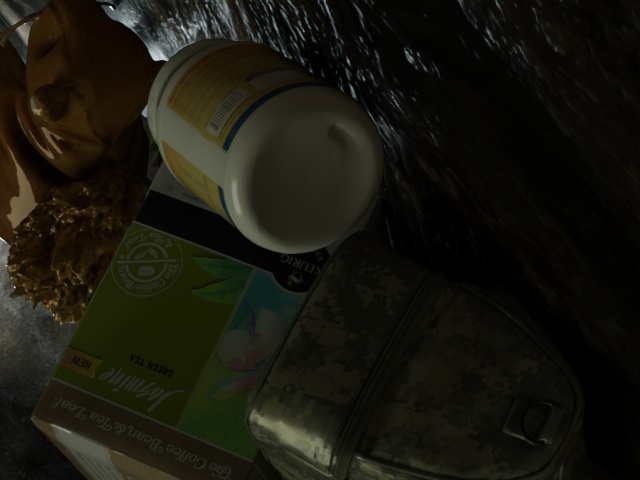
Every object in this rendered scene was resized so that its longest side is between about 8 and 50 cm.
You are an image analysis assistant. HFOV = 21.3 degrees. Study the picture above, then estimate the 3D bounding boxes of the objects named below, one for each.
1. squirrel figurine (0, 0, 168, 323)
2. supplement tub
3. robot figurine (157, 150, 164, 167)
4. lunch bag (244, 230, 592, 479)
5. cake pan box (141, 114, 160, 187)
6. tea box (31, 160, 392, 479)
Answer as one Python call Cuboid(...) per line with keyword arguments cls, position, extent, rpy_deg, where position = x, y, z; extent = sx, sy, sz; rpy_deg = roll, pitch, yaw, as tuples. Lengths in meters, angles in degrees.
Cuboid(cls="squirrel figurine", position=(-0.281, -0.099, 2.035), extent=(0.370, 0.281, 0.397), rpy_deg=(-36, 66, 59))
Cuboid(cls="supplement tub", position=(-0.053, -0.087, 1.448), extent=(0.200, 0.144, 0.144), rpy_deg=(38, 164, 52))
Cuboid(cls="robot figurine", position=(-0.158, -0.090, 2.135), extent=(0.115, 0.067, 0.101), rpy_deg=(48, 177, 18))
Cuboid(cls="lunch bag", position=(0.107, 0.160, 1.463), extent=(0.256, 0.212, 0.305), rpy_deg=(26, 163, 18))
Cuboid(cls="cake pan box", position=(-0.311, -0.068, 2.383), extent=(0.267, 0.246, 0.070), rpy_deg=(39, 165, 52))
Cuboid(cls="tea box", position=(-0.082, 0.122, 1.681), extent=(0.220, 0.323, 0.329), rpy_deg=(19, 160, 15))
